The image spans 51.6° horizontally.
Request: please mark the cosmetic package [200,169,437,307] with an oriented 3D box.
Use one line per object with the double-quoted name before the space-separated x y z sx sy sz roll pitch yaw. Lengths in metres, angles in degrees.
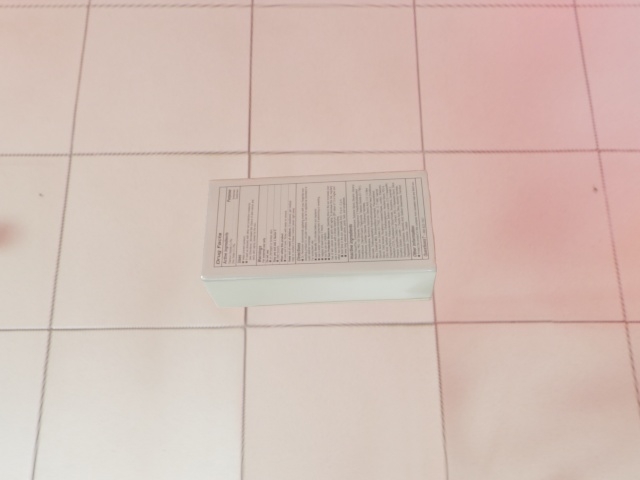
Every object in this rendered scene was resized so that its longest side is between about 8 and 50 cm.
"cosmetic package" 0.000 0.000 0.930 0.309 0.113 0.160 -2 63 5
